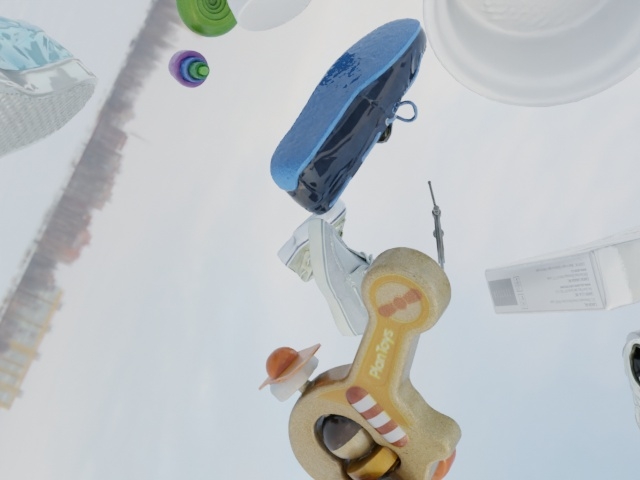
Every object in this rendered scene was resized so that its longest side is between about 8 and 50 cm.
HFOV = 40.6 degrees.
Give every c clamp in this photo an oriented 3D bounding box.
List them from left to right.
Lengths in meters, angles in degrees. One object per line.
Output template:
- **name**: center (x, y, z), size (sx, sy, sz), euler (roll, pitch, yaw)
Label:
- **c clamp**: center (0.222, -0.015, 1.617), size (0.161, 0.022, 0.137), euler (71, 12, -62)

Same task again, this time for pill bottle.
- **pill bottle**: center (-0.093, -0.366, 1.041), size (0.119, 0.119, 0.208), euler (-42, -111, 52)

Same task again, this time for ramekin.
- **ramekin**: center (0.256, -0.303, 0.989), size (0.277, 0.277, 0.135), euler (-50, -158, 39)

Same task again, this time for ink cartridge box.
- **ink cartridge box**: center (0.357, 0.019, 0.965), size (0.296, 0.261, 0.066), euler (150, -75, -80)

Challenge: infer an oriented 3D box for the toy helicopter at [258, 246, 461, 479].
- **toy helicopter**: center (0.042, 0.142, 0.900), size (0.140, 0.235, 0.355), euler (-45, 155, -46)

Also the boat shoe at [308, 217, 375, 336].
- **boat shoe**: center (0.042, 0.047, 1.160), size (0.081, 0.227, 0.079), euler (-10, -132, 12)

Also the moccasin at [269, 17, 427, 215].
- **moccasin**: center (0.050, -0.185, 1.284), size (0.137, 0.117, 0.342), euler (19, -116, 50)

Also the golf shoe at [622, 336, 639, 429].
- **golf shoe**: center (0.461, 0.220, 1.203), size (0.069, 0.086, 0.176), euler (-23, -109, 19)

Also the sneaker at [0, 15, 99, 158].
- **sneaker**: center (-0.364, -0.158, 0.858), size (0.135, 0.150, 0.366), euler (-48, -178, 14)

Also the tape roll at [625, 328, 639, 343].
- **tape roll**: center (0.665, 0.269, 1.653), size (0.072, 0.219, 0.219), euler (-19, -156, 1)

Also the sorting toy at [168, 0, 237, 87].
- **sorting toy**: center (-0.162, -0.436, 1.486), size (0.126, 0.127, 0.366), euler (26, -84, 59)

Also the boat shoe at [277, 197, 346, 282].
- **boat shoe**: center (0.000, 0.000, 1.715), size (0.109, 0.094, 0.302), euler (-42, 178, -23)
